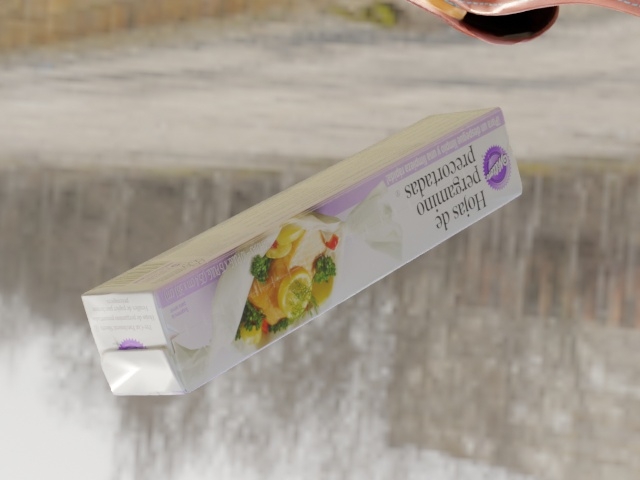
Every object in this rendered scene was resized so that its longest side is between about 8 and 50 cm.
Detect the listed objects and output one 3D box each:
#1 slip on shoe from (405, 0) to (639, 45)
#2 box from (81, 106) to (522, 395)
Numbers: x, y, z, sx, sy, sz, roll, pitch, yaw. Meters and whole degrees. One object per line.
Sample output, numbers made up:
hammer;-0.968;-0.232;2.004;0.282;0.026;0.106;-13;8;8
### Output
slip on shoe;0.066;-0.137;0.831;0.123;0.101;0.331;-22;-161;-38
box;0.000;0.000;1.089;0.067;0.063;0.324;-3;-161;43
